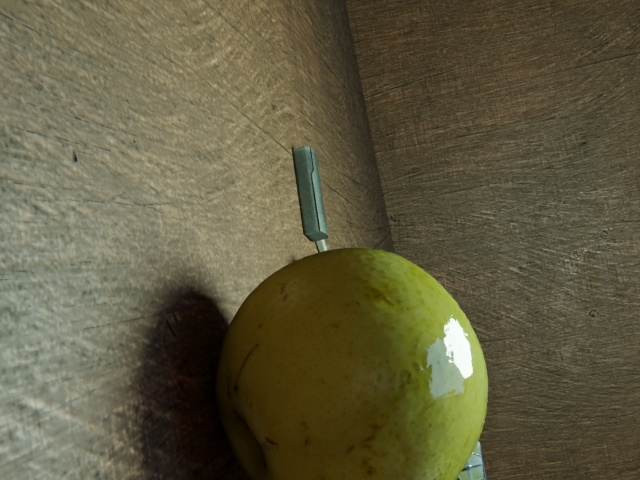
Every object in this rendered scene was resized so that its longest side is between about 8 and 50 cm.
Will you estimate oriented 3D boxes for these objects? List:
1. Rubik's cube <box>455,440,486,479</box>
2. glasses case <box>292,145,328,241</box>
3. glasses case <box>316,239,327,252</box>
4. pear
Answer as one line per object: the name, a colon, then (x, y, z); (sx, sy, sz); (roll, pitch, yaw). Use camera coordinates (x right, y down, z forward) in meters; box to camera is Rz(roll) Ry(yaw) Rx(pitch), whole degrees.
Rubik's cube: (0.353, 0.695, 2.276); (0.319, 0.319, 0.264); (55, 54, -66)
glasses case: (-0.021, -0.105, 1.734); (0.071, 0.047, 0.204); (47, 34, -69)
glasses case: (0.000, 0.000, 1.802); (0.032, 0.021, 0.083); (-85, 160, -54)
pear: (0.036, 0.175, 0.947); (0.348, 0.349, 0.348); (-11, 90, -80)
